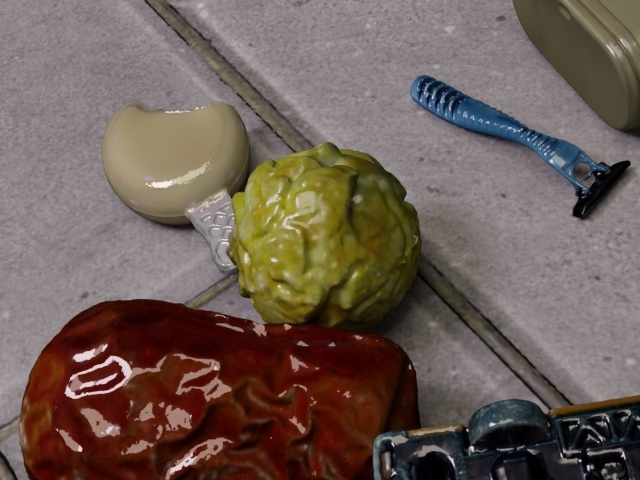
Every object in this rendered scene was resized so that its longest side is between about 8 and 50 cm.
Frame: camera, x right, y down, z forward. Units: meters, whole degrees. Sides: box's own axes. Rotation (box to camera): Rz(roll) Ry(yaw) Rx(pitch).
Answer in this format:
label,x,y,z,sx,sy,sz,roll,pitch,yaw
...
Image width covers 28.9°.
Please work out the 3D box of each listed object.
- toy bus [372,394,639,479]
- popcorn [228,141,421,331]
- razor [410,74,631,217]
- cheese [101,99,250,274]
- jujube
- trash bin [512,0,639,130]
label,x,y,z,sx,sy,sz,roll,pitch,yaw
toy bus,0.212,0.219,0.940,0.323,0.194,0.162,-10,52,3
popcorn,0.000,0.000,1.190,0.198,0.198,0.212,-36,27,-13
razor,0.195,-0.113,1.294,0.253,0.042,0.082,33,69,33
cheese,-0.151,-0.055,1.321,0.163,0.071,0.249,-13,52,5
jujube,-0.081,0.151,1.072,0.342,0.216,0.216,3,53,0
trash bin,0.362,-0.254,1.313,0.247,0.121,0.243,-26,52,-10
